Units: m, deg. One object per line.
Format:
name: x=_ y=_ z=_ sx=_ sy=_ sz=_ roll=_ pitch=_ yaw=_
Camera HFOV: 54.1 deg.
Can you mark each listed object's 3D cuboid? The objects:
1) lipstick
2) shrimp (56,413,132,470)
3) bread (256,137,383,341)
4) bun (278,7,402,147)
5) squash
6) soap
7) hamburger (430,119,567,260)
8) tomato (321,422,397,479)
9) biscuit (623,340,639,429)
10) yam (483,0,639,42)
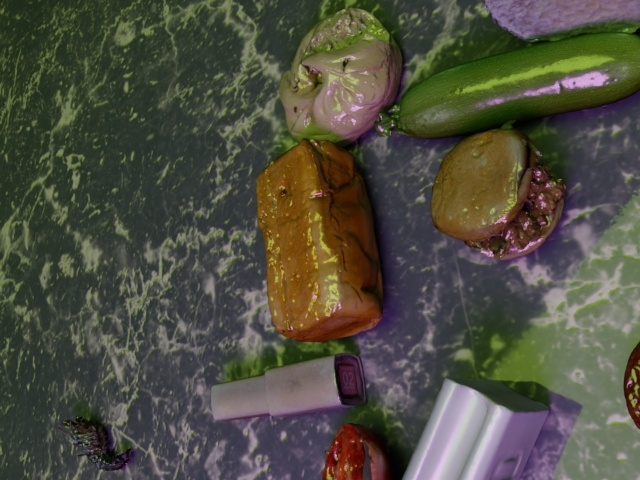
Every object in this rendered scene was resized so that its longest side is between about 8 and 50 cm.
lipstick: x=-0.056 y=0.233 z=0.961 sx=0.252 sy=0.079 sz=0.077 roll=-20 pitch=69 yaw=33
shrimp: x=-0.440 y=0.395 z=1.202 sx=0.174 sy=0.082 sz=0.076 roll=23 pitch=88 yaw=30
bread: x=0.000 y=0.000 z=0.943 sx=0.166 sy=0.132 sz=0.294 roll=-24 pitch=67 yaw=30
bun: x=0.023 y=-0.263 z=1.000 sx=0.210 sy=0.116 sz=0.237 roll=12 pitch=87 yaw=37
squash: x=0.239 y=-0.199 z=0.838 sx=0.378 sy=0.101 sz=0.101 roll=-7 pitch=75 yaw=36
soap: x=0.160 y=0.298 z=0.735 sx=0.087 sy=0.159 sz=0.265 roll=25 pitch=93 yaw=36
hamburger: x=0.227 y=-0.066 z=0.800 sx=0.159 sy=0.131 sz=0.185 roll=4 pitch=78 yaw=50
tomato: x=0.063 y=0.340 z=0.832 sx=0.166 sy=0.082 sz=0.174 roll=178 pitch=104 yaw=-71
biscuit: x=0.415 y=0.155 z=0.646 sx=0.192 sy=0.049 sz=0.192 roll=-12 pitch=72 yaw=41
yam: x=0.293 y=-0.433 z=0.775 sx=0.241 sy=0.241 sz=0.348 roll=-19 pitch=63 yaw=31
